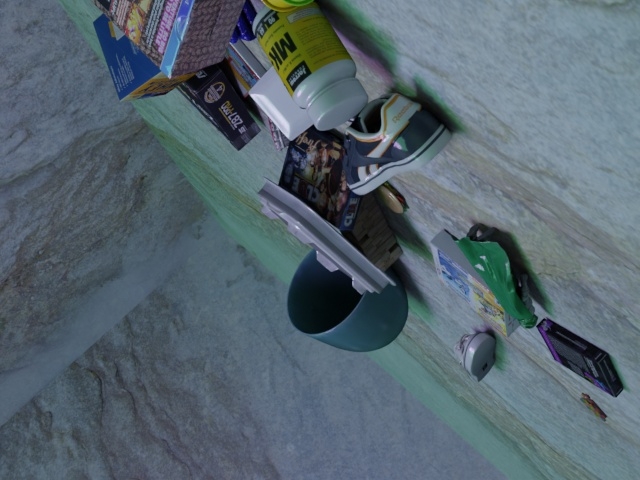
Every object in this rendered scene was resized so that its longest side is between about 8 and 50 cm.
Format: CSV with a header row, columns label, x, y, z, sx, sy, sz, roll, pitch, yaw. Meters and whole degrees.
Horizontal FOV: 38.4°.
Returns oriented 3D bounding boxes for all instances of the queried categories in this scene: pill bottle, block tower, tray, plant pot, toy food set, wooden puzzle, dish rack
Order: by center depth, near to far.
label,x,y,z,sx,sy,sz,roll,pitch,yaw
pill bottle,-0.014,-0.292,1.502,0.208,0.119,0.119,60,172,14
tray,-0.060,-0.300,1.918,0.145,0.030,0.270,49,160,-7
wooden puzzle,0.575,0.353,1.940,0.083,0.006,0.049,48,169,-4
toy food set,0.152,-0.090,1.965,0.083,0.020,0.082,47,169,2
dish rack,0.000,0.000,2.089,0.333,0.072,0.285,42,177,-31
block tower,0.093,-0.047,2.167,0.091,0.097,0.335,38,168,41
plant pot,0.096,0.162,2.447,0.235,0.293,0.293,34,179,-37

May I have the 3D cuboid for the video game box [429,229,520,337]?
label,x,y,z,sx,sy,sz,roll,pitch,yaw
video game box,0.319,0.090,1.895,0.205,0.048,0.187,42,170,29

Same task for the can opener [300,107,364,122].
label,x,y,z,sx,sy,sz,roll,pitch,yaw
can opener,0.016,-0.262,1.737,0.186,0.059,0.073,35,134,29

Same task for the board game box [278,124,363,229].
label,x,y,z,sx,sy,sz,roll,pitch,yaw
board game box,0.007,-0.146,1.992,0.042,0.165,0.243,-1,-155,-39

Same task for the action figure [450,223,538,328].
label,x,y,z,sx,sy,sz,roll,pitch,yaw
action figure,0.342,0.075,1.698,0.232,0.063,0.137,56,165,-24

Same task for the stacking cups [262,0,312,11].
label,x,y,z,sx,sy,sz,roll,pitch,yaw
stacking cups,0.005,-0.395,1.306,0.096,0.096,0.316,51,164,-20

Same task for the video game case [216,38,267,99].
label,x,y,z,sx,sy,sz,roll,pitch,yaw
video game case,-0.220,-0.436,2.167,0.204,0.025,0.285,50,170,-10

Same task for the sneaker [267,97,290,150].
label,x,y,z,sx,sy,sz,roll,pitch,yaw
sneaker,-0.082,-0.289,2.079,0.063,0.074,0.170,-115,12,-64

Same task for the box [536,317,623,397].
label,x,y,z,sx,sy,sz,roll,pitch,yaw
box,0.490,0.221,1.739,0.162,0.029,0.116,36,165,51

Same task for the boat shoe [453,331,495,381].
label,x,y,z,sx,sy,sz,roll,pitch,yaw
boat shoe,0.369,0.269,2.237,0.088,0.096,0.267,38,175,23

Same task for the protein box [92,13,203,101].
label,x,y,z,sx,sy,sz,roll,pitch,yaw
protein box,-0.386,-0.450,2.091,0.201,0.136,0.200,-20,89,47

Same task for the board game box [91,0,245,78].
label,x,y,z,sx,sy,sz,roll,pitch,yaw
board game box,-0.286,-0.485,1.665,0.291,0.141,0.232,45,136,14

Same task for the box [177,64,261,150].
label,x,y,z,sx,sy,sz,roll,pitch,yaw
box,-0.344,-0.442,2.356,0.395,0.097,0.318,46,177,24

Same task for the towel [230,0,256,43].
label,x,y,z,sx,sy,sz,roll,pitch,yaw
towel,-0.262,-0.528,1.862,0.308,0.076,0.228,38,167,42

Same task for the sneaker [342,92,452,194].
label,x,y,z,sx,sy,sz,roll,pitch,yaw
sneaker,0.104,-0.173,1.582,0.127,0.126,0.321,44,159,-9
